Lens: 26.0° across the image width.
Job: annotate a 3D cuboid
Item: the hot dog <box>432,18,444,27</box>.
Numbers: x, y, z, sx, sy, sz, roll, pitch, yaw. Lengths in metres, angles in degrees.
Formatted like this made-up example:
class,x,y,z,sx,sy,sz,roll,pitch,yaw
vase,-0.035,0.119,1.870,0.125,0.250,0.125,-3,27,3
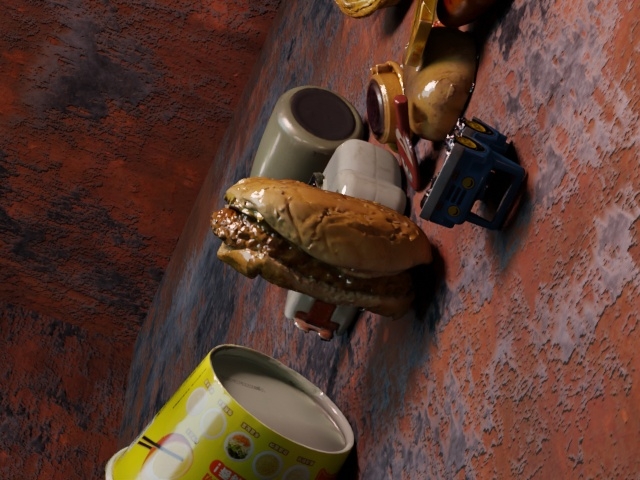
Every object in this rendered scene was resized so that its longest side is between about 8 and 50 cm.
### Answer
class,x,y,z,sx,sy,sz,roll,pitch,yaw
hot dog,0.164,-0.279,2.118,0.062,0.038,0.144,-87,21,-52

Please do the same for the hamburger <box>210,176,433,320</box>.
class,x,y,z,sx,sy,sz,roll,pitch,yaw
hamburger,0.001,0.000,1.819,0.259,0.283,0.145,-142,63,-70

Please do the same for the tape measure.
class,x,y,z,sx,sy,sz,roll,pitch,yaw
tape measure,0.029,-0.015,2.093,0.246,0.125,0.243,-92,25,-58

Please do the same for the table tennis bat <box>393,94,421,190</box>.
class,x,y,z,sx,sy,sz,roll,pitch,yaw
table tennis bat,0.122,-0.139,1.965,0.098,0.019,0.155,-112,8,-49

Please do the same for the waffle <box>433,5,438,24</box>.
class,x,y,z,sx,sy,sz,roll,pitch,yaw
waffle,0.194,-0.379,2.176,0.125,0.032,0.191,150,136,-68

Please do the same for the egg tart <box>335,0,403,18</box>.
class,x,y,z,sx,sy,sz,roll,pitch,yaw
egg tart,0.105,-0.490,2.481,0.212,0.090,0.213,-21,60,42

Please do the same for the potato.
class,x,y,z,sx,sy,sz,roll,pitch,yaw
potato,0.159,-0.234,1.982,0.200,0.081,0.164,-92,26,-53

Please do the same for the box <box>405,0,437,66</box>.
class,x,y,z,sx,sy,sz,roll,pitch,yaw
box,0.148,-0.326,1.956,0.089,0.022,0.156,106,178,-51

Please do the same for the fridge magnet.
class,x,y,z,sx,sy,sz,roll,pitch,yaw
fridge magnet,0.108,-0.204,2.124,0.143,0.063,0.143,174,90,-76

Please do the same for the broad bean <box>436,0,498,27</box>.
class,x,y,z,sx,sy,sz,roll,pitch,yaw
broad bean,0.207,-0.350,1.938,0.114,0.084,0.165,-49,2,-16

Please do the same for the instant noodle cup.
class,x,y,z,sx,sy,sz,roll,pitch,yaw
instant noodle cup,-0.106,0.299,1.876,0.222,0.311,0.311,-57,16,16

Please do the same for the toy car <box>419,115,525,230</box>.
class,x,y,z,sx,sy,sz,roll,pitch,yaw
toy car,0.181,-0.073,1.623,0.097,0.100,0.191,-66,-6,22

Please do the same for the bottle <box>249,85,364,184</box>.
class,x,y,z,sx,sy,sz,roll,pitch,yaw
bottle,-0.050,-0.104,2.492,0.168,0.168,0.347,-83,14,-46
